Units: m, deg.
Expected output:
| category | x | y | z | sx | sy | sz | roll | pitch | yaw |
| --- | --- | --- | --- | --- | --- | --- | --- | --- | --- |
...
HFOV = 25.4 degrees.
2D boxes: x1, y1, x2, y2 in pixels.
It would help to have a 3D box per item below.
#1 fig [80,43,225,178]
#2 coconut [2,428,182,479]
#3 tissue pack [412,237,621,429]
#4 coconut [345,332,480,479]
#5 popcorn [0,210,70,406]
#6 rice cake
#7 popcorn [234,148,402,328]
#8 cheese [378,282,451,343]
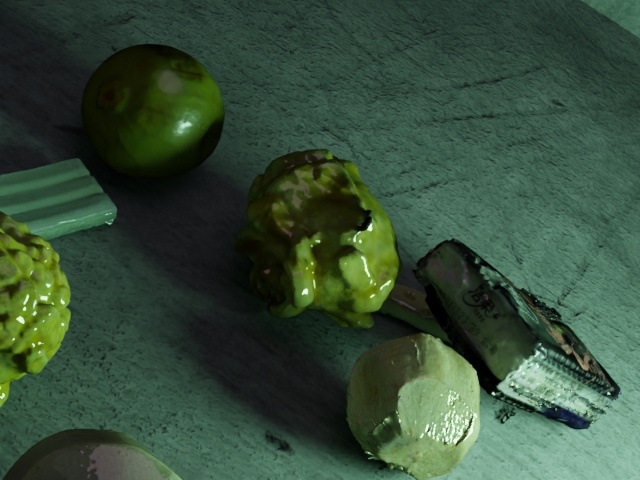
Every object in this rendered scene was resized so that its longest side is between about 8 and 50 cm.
| category | x | y | z | sx | sy | sz | roll | pitch | yaw |
| --- | --- | --- | --- | --- | --- | --- | --- | --- | --- |
| fig | -0.236 | -0.194 | 2.129 | 0.230 | 0.207 | 0.207 | -3 | 45 | -37 |
| coconut | -0.227 | 0.304 | 1.450 | 0.241 | 0.241 | 0.241 | 20 | 35 | -14 |
| tissue pack | 0.281 | 0.141 | 2.065 | 0.245 | 0.123 | 0.332 | 51 | 12 | 34 |
| coconut | 0.124 | 0.213 | 1.890 | 0.194 | 0.194 | 0.194 | 20 | 35 | -14 |
| popcorn | -0.412 | 0.075 | 1.671 | 0.235 | 0.216 | 0.181 | 24 | 7 | 2 |
| rice cake | -0.398 | -0.050 | 1.963 | 0.237 | 0.043 | 0.127 | -15 | 54 | -47 |
| popcorn | 0.000 | 0.000 | 2.043 | 0.252 | 0.215 | 0.286 | 1 | 40 | -41 |
| cheese | 0.140 | 0.102 | 2.166 | 0.194 | 0.043 | 0.065 | 23 | 29 | -7 |
